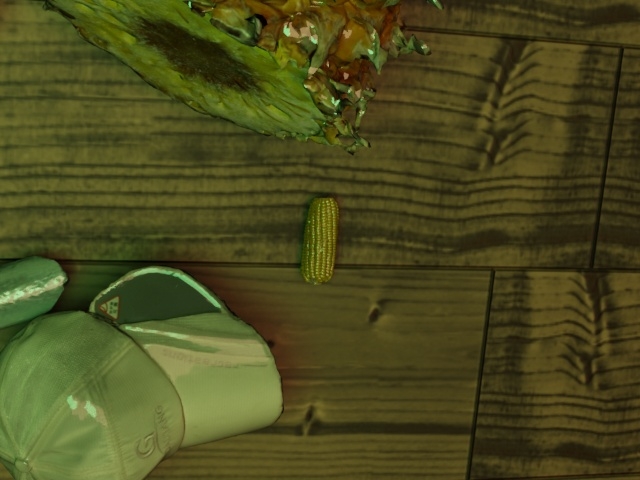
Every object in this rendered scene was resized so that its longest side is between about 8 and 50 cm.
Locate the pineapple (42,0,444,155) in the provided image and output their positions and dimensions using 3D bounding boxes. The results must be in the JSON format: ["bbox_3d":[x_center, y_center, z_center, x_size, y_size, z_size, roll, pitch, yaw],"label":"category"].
[{"bbox_3d":[-0.047,-0.262,0.976,0.352,0.352,0.300,34,84,-22],"label":"pineapple"}]

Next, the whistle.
[{"bbox_3d":[-0.384,0.081,1.091,0.312,0.062,0.062,-18,108,-13],"label":"whistle"}]

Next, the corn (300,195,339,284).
[{"bbox_3d":[0.000,0.000,1.208,0.037,0.037,0.092,4,99,-18],"label":"corn"}]

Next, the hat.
[{"bbox_3d":[-0.171,0.156,1.099,0.275,0.161,0.232,-4,133,-5],"label":"hat"}]
